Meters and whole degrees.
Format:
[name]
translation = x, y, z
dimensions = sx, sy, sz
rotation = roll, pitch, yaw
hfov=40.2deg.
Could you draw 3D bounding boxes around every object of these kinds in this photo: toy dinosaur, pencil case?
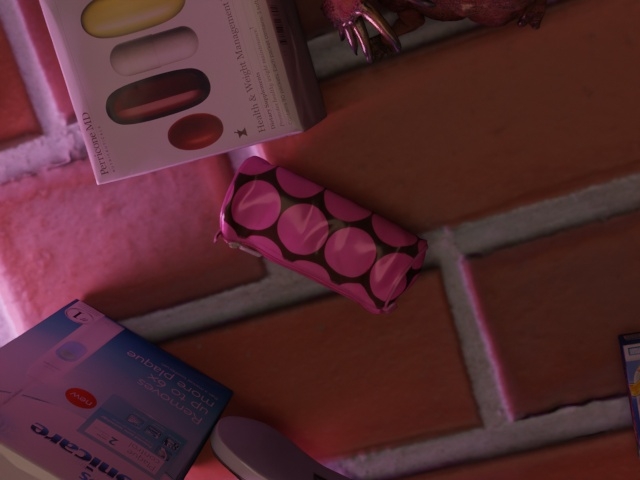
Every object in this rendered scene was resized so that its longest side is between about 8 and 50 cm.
[toy dinosaur]
translation = 0.113, -0.226, 0.754
dimensions = 0.295, 0.200, 0.127
rotation = -5, 102, 11
[pencil case]
translation = 0.000, 0.000, 0.885
dimensions = 0.209, 0.095, 0.098
rotation = 25, 71, 6

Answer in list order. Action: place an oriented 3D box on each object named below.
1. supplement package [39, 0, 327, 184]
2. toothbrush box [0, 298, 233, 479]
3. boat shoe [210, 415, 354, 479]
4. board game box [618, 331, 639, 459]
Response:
[supplement package]
translation = -0.124, -0.177, 0.835
dimensions = 0.203, 0.149, 0.194
rotation = -14, 100, 12
[toothbrush box]
translation = -0.241, 0.199, 0.869
dimensions = 0.216, 0.295, 0.126
rotation = 30, 107, 3
[boat shoe]
translation = -0.032, 0.274, 0.952
dimensions = 0.228, 0.080, 0.076
rotation = 31, 115, -18
[board game box]
translation = 0.412, 0.147, 0.871
dimensions = 0.201, 0.035, 0.136
rotation = -11, 101, 13
